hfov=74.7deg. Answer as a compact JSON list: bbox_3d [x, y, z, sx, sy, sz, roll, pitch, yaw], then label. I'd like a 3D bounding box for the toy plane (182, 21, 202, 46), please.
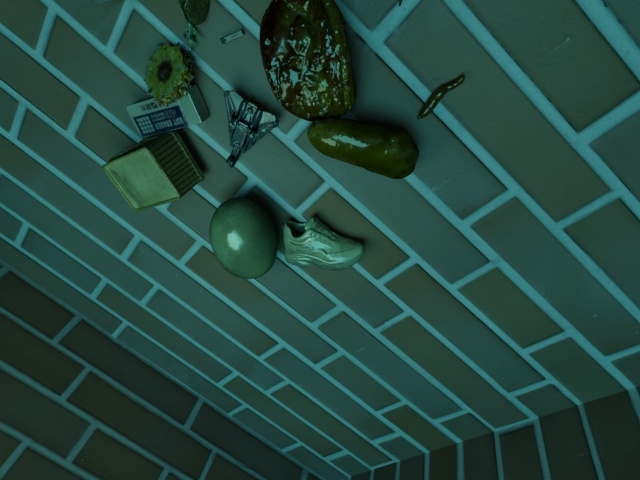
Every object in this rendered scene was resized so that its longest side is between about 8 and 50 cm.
[{"bbox_3d":[-0.421,-0.673,1.356,0.080,0.033,0.083,20,129,21],"label":"toy plane"}]

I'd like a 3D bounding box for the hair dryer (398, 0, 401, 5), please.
[{"bbox_3d":[0.216,-0.695,1.158,0.079,0.031,0.083,24,137,13],"label":"hair dryer"}]

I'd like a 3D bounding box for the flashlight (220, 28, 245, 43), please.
[{"bbox_3d":[-0.282,-0.651,1.339,0.083,0.018,0.018,-11,123,23],"label":"flashlight"}]

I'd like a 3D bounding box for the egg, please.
[{"bbox_3d":[-0.301,-0.005,1.659,0.259,0.258,0.352,-4,128,19],"label":"egg"}]

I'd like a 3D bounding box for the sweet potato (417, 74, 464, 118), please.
[{"bbox_3d":[0.361,-0.442,1.283,0.044,0.044,0.179,40,119,-13],"label":"sweet potato"}]

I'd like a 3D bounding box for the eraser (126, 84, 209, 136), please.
[{"bbox_3d":[-0.550,-0.464,1.514,0.279,0.081,0.124,-6,121,21],"label":"eraser"}]

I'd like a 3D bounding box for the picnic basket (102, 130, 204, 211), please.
[{"bbox_3d":[-0.639,-0.266,1.609,0.313,0.175,0.228,-9,121,33],"label":"picnic basket"}]

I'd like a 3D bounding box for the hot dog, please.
[{"bbox_3d":[-0.029,-0.537,1.247,0.267,0.174,0.387,-3,124,22],"label":"hot dog"}]

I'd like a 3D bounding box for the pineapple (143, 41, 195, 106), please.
[{"bbox_3d":[-0.507,-0.563,1.399,0.221,0.047,0.221,0,91,22],"label":"pineapple"}]

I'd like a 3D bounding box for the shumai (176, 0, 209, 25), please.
[{"bbox_3d":[-0.404,-0.732,1.281,0.087,0.099,0.123,29,127,16],"label":"shumai"}]

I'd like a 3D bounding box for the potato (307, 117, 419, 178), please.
[{"bbox_3d":[0.139,-0.306,1.339,0.369,0.195,0.176,14,124,-11],"label":"potato"}]

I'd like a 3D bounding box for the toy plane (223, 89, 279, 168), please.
[{"bbox_3d":[-0.288,-0.362,1.494,0.204,0.103,0.316,30,127,-6],"label":"toy plane"}]

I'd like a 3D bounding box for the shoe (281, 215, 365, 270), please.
[{"bbox_3d":[0.000,0.000,1.649,0.342,0.132,0.210,2,128,20],"label":"shoe"}]

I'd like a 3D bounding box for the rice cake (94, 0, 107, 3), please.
[{"bbox_3d":[-0.561,-0.791,1.270,0.298,0.106,0.050,-5,140,19],"label":"rice cake"}]
